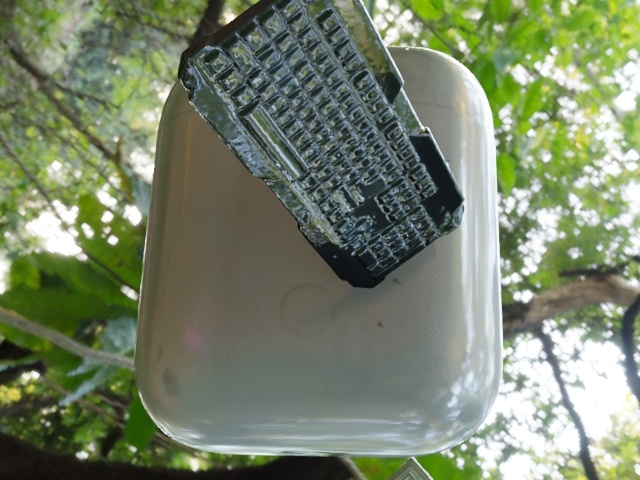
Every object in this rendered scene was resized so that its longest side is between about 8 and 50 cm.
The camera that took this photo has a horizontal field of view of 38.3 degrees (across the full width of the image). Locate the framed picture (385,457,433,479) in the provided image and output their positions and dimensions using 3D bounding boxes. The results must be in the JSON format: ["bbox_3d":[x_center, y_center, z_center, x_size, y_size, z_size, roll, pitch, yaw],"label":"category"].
[{"bbox_3d":[0.083,0.425,1.091,0.273,0.216,0.016,-46,167,13],"label":"framed picture"}]

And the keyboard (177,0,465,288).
[{"bbox_3d":[0.016,-0.052,0.553,0.106,0.262,0.016,-37,-127,2],"label":"keyboard"}]

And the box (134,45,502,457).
[{"bbox_3d":[0.000,0.000,0.754,0.289,0.141,0.349,-1,-113,7],"label":"box"}]
